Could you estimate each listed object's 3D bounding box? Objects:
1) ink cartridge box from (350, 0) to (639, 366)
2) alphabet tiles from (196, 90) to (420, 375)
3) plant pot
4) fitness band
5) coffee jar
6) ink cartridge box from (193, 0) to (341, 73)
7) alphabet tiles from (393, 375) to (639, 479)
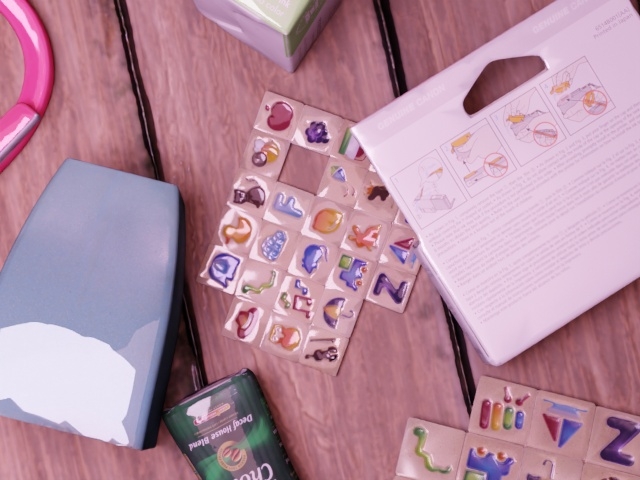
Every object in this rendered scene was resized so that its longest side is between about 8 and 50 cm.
[{"bbox_3d":[0.214,-0.068,1.325,0.296,0.066,0.261,-32,90,-4],"label":"ink cartridge box"},{"bbox_3d":[0.000,0.000,1.352,0.198,0.009,0.237,20,88,0],"label":"alphabet tiles"},{"bbox_3d":[-0.207,0.055,1.275,0.165,0.165,0.234,14,82,0],"label":"plant pot"},{"bbox_3d":[-0.387,-0.132,1.332,0.291,0.054,0.209,-45,86,-3],"label":"fitness band"},{"bbox_3d":[-0.067,0.219,1.306,0.096,0.079,0.184,-27,89,-5],"label":"coffee jar"},{"bbox_3d":[0.024,-0.340,1.265,0.119,0.207,0.353,33,88,2],"label":"ink cartridge box"},{"bbox_3d":[0.193,0.309,1.302,0.285,0.011,0.342,14,75,2],"label":"alphabet tiles"}]
